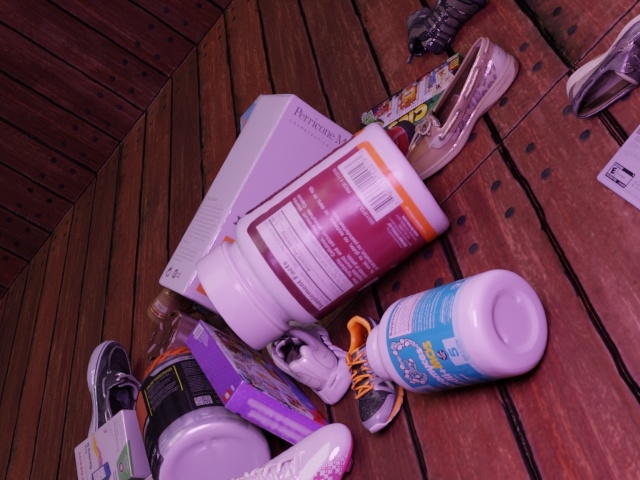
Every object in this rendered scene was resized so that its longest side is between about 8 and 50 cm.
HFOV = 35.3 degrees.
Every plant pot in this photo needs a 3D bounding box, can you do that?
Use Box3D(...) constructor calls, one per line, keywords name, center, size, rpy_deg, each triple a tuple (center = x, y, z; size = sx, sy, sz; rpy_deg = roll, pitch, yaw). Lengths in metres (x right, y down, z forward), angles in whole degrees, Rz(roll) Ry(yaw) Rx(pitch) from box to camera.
Box3D(name="plant pot", center=(-0.261, 0.234, 2.090), size=(0.167, 0.165, 0.167), rpy_deg=(-41, 31, 32))

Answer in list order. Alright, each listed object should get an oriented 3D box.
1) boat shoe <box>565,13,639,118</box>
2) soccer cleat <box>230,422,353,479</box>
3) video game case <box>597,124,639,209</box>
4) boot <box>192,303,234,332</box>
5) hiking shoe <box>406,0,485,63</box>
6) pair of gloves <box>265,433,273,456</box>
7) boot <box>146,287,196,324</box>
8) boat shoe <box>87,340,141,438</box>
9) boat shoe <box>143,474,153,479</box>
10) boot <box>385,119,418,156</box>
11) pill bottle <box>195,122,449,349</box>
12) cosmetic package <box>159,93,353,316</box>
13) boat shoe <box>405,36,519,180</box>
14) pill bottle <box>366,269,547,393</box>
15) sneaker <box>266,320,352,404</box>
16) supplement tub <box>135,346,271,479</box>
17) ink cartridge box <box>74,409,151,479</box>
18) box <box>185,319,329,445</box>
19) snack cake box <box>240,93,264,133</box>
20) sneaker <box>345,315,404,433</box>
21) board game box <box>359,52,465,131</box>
Box3D(name="boat shoe", center=(0.451, -0.255, 1.466), size=(0.223, 0.080, 0.073), rpy_deg=(-41, 36, 43))
Box3D(name="soccer cleat", center=(-0.084, 0.409, 1.606), size=(0.331, 0.143, 0.116), rpy_deg=(-51, 26, 15))
Box3D(name="video game case", center=(0.479, -0.117, 1.318), size=(0.193, 0.023, 0.212), rpy_deg=(-53, 25, 11))
Box3D(name="boot", center=(-0.192, 0.088, 2.194), size=(0.082, 0.106, 0.219), rpy_deg=(-9, 55, 58))
Box3D(name="hiking shoe", center=(0.254, -0.430, 2.021), size=(0.227, 0.086, 0.114), rpy_deg=(-25, 54, 58))
Box3D(name="pair of gloves", center=(-0.112, 0.399, 1.821), size=(0.083, 0.010, 0.074), rpy_deg=(-52, 25, 19))
Box3D(name="boot", center=(-0.260, 0.056, 2.259), size=(0.269, 0.089, 0.236), rpy_deg=(-54, -4, 29))
Box3D(name="boat shoe", center=(-0.481, 0.373, 2.415), size=(0.119, 0.121, 0.335), rpy_deg=(-35, 45, 27))
Box3D(name="boat shoe", center=(-0.310, 0.504, 1.888), size=(0.136, 0.156, 0.367), rpy_deg=(-41, 31, 32))
Box3D(name="boot", center=(0.113, -0.106, 1.909), size=(0.176, 0.088, 0.244), rpy_deg=(-32, -35, -51))
Box3D(name="pill bottle", center=(0.000, 0.000, 1.700), size=(0.392, 0.224, 0.224), rpy_deg=(-35, 29, 6))
Box3D(name="cosmetic package", center=(-0.109, -0.049, 2.059), size=(0.453, 0.230, 0.161), rpy_deg=(-63, 27, -7))
Box3D(name="boat shoe", center=(0.233, -0.235, 1.809), size=(0.285, 0.089, 0.104), rpy_deg=(-53, 27, 13))
Box3D(name="pill bottle", center=(0.181, 0.138, 1.429), size=(0.264, 0.146, 0.146), rpy_deg=(-24, 42, 51))
Box3D(name="sneaker", center=(-0.042, 0.194, 1.802), size=(0.110, 0.118, 0.292), rpy_deg=(-62, 24, -3))
Box3D(name="supplement tub", center=(-0.224, 0.338, 1.839), size=(0.207, 0.207, 0.338), rpy_deg=(-55, 25, 7))
Box3D(name="ink cartridge box", center=(-0.435, 0.480, 2.170), size=(0.212, 0.093, 0.154), rpy_deg=(-40, 52, 37))
Box3D(name="box", center=(-0.112, 0.254, 1.760), size=(0.057, 0.201, 0.293), rpy_deg=(-56, 25, 2))
Box3D(name="snack cake box", center=(-0.097, -0.207, 2.297), size=(0.089, 0.152, 0.264), rpy_deg=(-46, 29, 24))
Box3D(name="sneaker", center=(0.077, 0.211, 1.607), size=(0.084, 0.083, 0.214), rpy_deg=(-39, 33, 32))
Box3D(name="board game box", center=(0.177, -0.256, 1.975), size=(0.260, 0.030, 0.136), rpy_deg=(-30, 40, 35))
